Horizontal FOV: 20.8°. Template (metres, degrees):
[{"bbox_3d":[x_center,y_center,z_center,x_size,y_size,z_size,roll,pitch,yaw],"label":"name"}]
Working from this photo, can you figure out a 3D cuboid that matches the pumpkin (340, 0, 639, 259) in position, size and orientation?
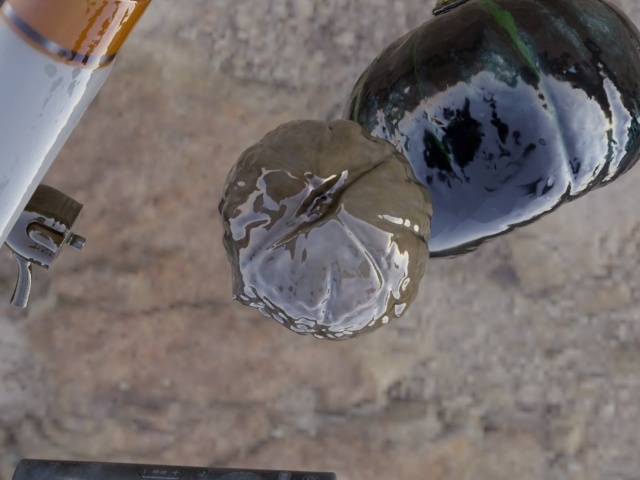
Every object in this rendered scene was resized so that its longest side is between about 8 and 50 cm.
[{"bbox_3d":[0.162,-0.126,1.652,0.315,0.238,0.315,-23,176,-2],"label":"pumpkin"}]

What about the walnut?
[{"bbox_3d":[0.001,-0.002,1.389,0.178,0.178,0.230,11,164,-5],"label":"walnut"}]

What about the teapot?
[{"bbox_3d":[-0.251,0.007,1.509,0.080,0.085,0.110,29,102,-7],"label":"teapot"}]

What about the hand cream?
[{"bbox_3d":[-0.217,-0.071,1.102,0.089,0.139,0.314,-14,146,-51],"label":"hand cream"}]

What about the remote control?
[{"bbox_3d":[-0.173,0.302,1.998,0.378,0.107,0.044,1,141,10],"label":"remote control"}]
